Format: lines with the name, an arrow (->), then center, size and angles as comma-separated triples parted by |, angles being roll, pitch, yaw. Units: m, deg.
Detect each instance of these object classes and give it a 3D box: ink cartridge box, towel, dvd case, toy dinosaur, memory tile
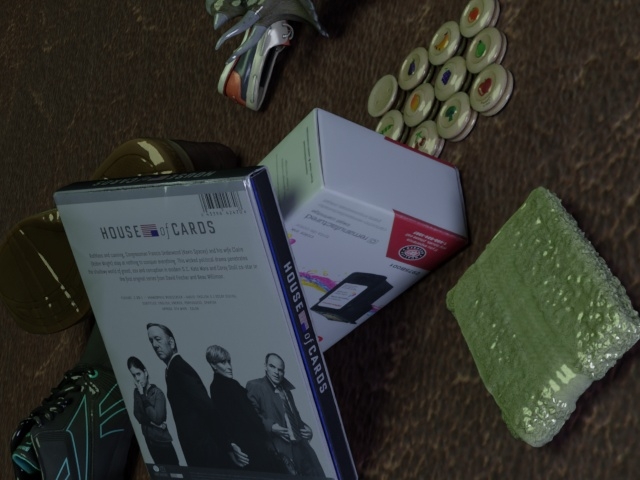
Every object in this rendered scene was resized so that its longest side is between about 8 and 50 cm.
ink cartridge box -> 0.000, 0.000, 0.883 | 0.175, 0.127, 0.072 | -41, 41, 40
towel -> 0.131, 0.042, 0.742 | 0.110, 0.027, 0.148 | -54, 32, 22
dvd case -> -0.082, 0.067, 0.864 | 0.179, 0.029, 0.238 | -2, 112, 35
toy dinosaur -> 0.032, -0.276, 1.054 | 0.313, 0.121, 0.160 | -26, 62, 44
memory tile -> 0.086, -0.111, 0.928 | 0.148, 0.012, 0.113 | -40, 40, 41

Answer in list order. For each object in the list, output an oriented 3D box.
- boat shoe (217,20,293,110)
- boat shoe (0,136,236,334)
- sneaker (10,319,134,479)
boat shoe -> -0.050, -0.191, 1.174 | 0.043, 0.049, 0.137 | 29, 96, 18
boat shoe -> -0.209, -0.007, 1.257 | 0.342, 0.123, 0.123 | -37, 79, 40
sneaker -> -0.227, 0.174, 1.167 | 0.101, 0.106, 0.267 | -28, 47, 51
